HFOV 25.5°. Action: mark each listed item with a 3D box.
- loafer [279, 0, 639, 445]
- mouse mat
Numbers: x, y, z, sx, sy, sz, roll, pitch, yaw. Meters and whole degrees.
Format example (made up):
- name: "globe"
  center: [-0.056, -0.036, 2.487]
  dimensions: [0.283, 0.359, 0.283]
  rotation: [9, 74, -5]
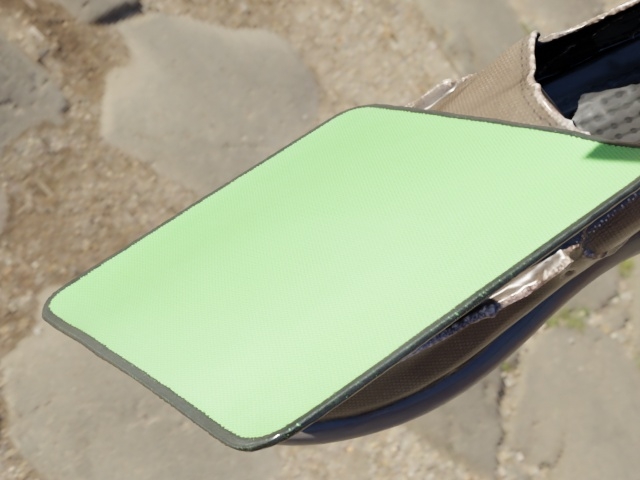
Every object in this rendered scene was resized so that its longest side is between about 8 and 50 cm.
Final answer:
- name: "loafer"
  center: [0.085, -0.038, 0.663]
  dimensions: [0.134, 0.366, 0.130]
  rotation: [56, -7, 30]
- name: "mouse mat"
  center: [0.000, 0.000, 0.447]
  dimensions: [0.152, 0.189, 0.007]
  rotation: [-34, 114, -19]
